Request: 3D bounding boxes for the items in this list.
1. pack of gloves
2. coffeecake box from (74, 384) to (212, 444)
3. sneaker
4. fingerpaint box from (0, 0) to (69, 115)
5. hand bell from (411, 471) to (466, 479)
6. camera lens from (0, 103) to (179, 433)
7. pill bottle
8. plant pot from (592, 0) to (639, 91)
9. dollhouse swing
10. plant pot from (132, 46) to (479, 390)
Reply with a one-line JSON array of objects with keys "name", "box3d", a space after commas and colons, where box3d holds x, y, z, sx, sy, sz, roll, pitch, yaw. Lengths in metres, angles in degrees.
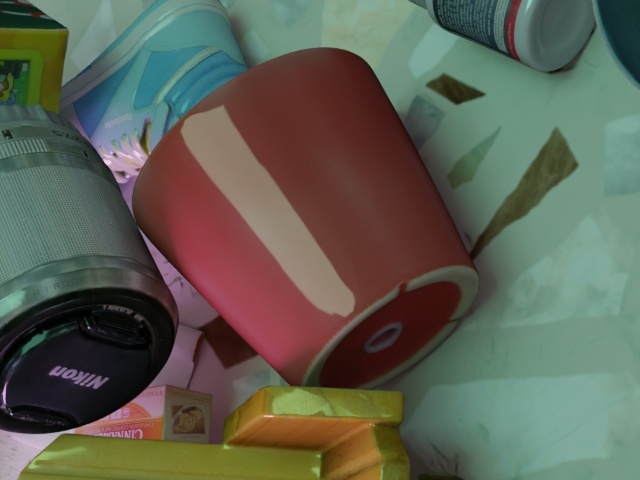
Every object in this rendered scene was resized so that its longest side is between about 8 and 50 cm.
[{"name": "pack of gloves", "box3d": [-0.250, 0.158, 1.755, 0.232, 0.046, 0.195, 18, 88, 40]}, {"name": "coffeecake box", "box3d": [-0.185, 0.248, 1.622, 0.142, 0.068, 0.185, -12, 69, 42]}, {"name": "sneaker", "box3d": [-0.191, -0.101, 1.734, 0.319, 0.127, 0.208, -46, 53, 19]}, {"name": "fingerpaint box", "box3d": [-0.488, -0.036, 1.687, 0.163, 0.371, 0.444, 37, 124, 51]}, {"name": "hand bell", "box3d": [0.070, 0.335, 1.436, 0.242, 0.126, 0.126, -57, 51, 26]}, {"name": "camera lens", "box3d": [-0.275, 0.031, 1.543, 0.219, 0.219, 0.274, -45, 51, 19]}, {"name": "pill bottle", "box3d": [0.162, -0.236, 1.511, 0.180, 0.108, 0.108, 30, 96, 39]}, {"name": "plant pot", "box3d": [0.389, -0.203, 1.268, 0.290, 0.195, 0.290, -12, 70, 35]}, {"name": "dollhouse swing", "box3d": [-0.115, 0.304, 1.397, 0.315, 0.305, 0.346, 132, 145, -69]}, {"name": "plant pot", "box3d": [0.000, 0.000, 1.483, 0.275, 0.275, 0.243, -44, 65, 20]}]
